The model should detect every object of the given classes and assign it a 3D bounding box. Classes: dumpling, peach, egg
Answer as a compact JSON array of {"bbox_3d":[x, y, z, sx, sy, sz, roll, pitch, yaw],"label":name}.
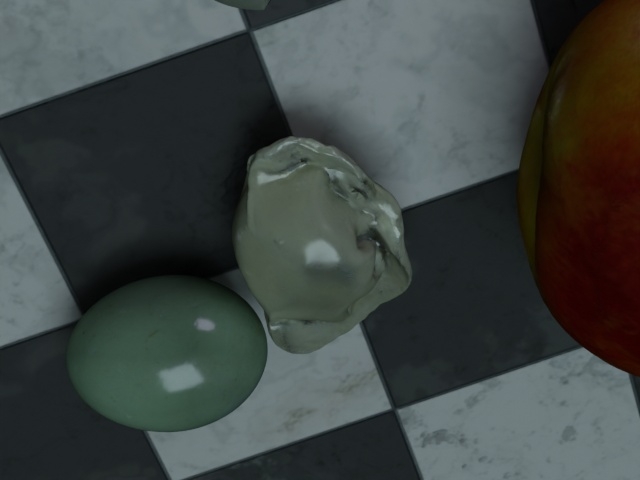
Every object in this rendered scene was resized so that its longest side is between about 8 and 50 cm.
[{"bbox_3d":[0.000,0.000,1.745,0.162,0.132,0.250,-8,129,-1],"label":"dumpling"},{"bbox_3d":[0.361,-0.043,1.641,0.388,0.388,0.388,-6,128,-8],"label":"peach"},{"bbox_3d":[-0.146,0.108,1.785,0.192,0.149,0.149,-10,129,3],"label":"egg"}]

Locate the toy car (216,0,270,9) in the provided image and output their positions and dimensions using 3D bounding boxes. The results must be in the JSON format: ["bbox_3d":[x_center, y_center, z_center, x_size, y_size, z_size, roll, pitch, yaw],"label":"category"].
[{"bbox_3d":[-0.140,-0.278,1.415,0.301,0.118,0.193,28,157,11],"label":"toy car"}]
